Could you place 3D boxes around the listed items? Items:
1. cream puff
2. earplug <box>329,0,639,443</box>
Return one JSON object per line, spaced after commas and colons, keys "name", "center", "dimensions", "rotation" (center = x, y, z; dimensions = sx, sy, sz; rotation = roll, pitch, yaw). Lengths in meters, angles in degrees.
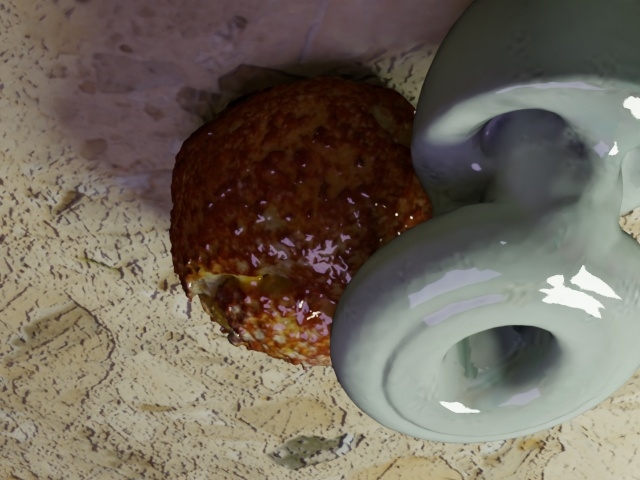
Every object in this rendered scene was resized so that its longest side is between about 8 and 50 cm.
{"name": "cream puff", "center": [-0.001, 0.000, 1.179], "dimensions": [0.240, 0.164, 0.240], "rotation": [10, 147, 6]}
{"name": "earplug", "center": [0.125, -0.011, 1.039], "dimensions": [0.214, 0.175, 0.326], "rotation": [11, 107, -24]}
